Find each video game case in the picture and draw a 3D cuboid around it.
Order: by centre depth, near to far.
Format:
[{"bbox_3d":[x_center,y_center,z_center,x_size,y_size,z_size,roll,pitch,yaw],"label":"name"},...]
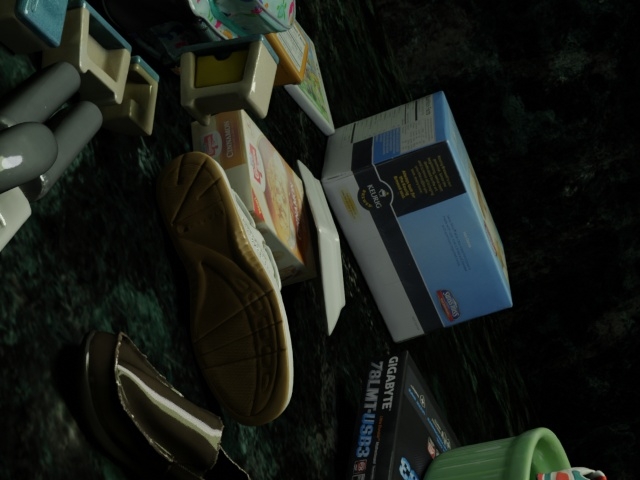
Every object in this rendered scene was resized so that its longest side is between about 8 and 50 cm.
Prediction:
[{"bbox_3d":[-0.036,-0.305,1.816,0.212,0.023,0.193,40,33,-64],"label":"video game case"}]

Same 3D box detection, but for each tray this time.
[{"bbox_3d":[0.000,0.000,1.359,0.270,0.030,0.145,-107,-170,-67],"label":"tray"}]

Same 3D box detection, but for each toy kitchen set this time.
[{"bbox_3d":[-0.150,-0.194,0.896,0.207,0.166,0.122,46,43,-60],"label":"toy kitchen set"}]

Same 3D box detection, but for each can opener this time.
[{"bbox_3d":[-0.205,-0.064,0.746,0.280,0.093,0.074,-87,154,-67],"label":"can opener"}]

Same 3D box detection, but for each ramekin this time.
[{"bbox_3d":[0.235,0.398,1.338,0.303,0.148,0.303,39,45,-55],"label":"ramekin"}]

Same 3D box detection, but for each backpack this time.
[{"bbox_3d":[-0.128,-0.299,1.147,0.253,0.191,0.225,50,35,-76],"label":"backpack"}]

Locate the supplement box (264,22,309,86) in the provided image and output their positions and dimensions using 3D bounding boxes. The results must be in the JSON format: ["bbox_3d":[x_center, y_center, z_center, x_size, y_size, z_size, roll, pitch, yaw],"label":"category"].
[{"bbox_3d":[-0.097,-0.309,1.448,0.233,0.078,0.080,56,36,-49],"label":"supplement box"}]

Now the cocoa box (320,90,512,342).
[{"bbox_3d":[0.174,-0.042,1.853,0.231,0.228,0.347,-82,150,-61],"label":"cocoa box"}]

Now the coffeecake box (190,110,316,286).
[{"bbox_3d":[-0.077,-0.045,1.234,0.185,0.068,0.142,49,28,-57],"label":"coffeecake box"}]

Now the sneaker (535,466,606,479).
[{"bbox_3d":[0.315,0.305,1.275,0.161,0.075,0.057,28,55,-60],"label":"sneaker"}]

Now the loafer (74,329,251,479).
[{"bbox_3d":[-0.114,0.145,0.823,0.080,0.078,0.220,-91,158,-50],"label":"loafer"}]

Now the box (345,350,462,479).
[{"bbox_3d":[0.124,0.351,1.389,0.295,0.073,0.293,61,27,-33],"label":"box"}]

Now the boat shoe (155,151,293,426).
[{"bbox_3d":[-0.079,0.047,1.045,0.096,0.098,0.277,26,46,-70],"label":"boat shoe"}]
